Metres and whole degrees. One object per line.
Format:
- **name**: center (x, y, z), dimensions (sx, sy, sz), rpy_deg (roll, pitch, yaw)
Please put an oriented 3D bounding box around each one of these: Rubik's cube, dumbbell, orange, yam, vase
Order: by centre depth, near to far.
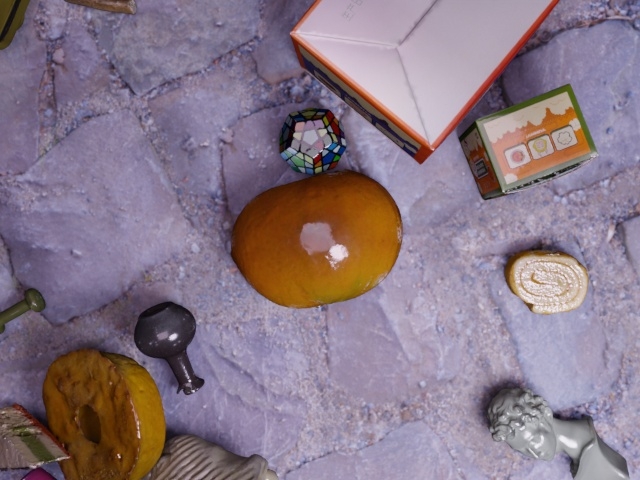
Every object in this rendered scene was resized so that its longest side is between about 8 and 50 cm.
- **Rubik's cube**: center (-0.016, -0.189, 1.367), dimensions (0.133, 0.133, 0.112), rpy_deg (-40, 64, 2)
- **orange**: center (0.001, -0.004, 1.378), dimensions (0.310, 0.274, 0.274), rpy_deg (-8, 89, -29)
- **vase**: center (-0.282, 0.213, 1.381), dimensions (0.120, 0.120, 0.183), rpy_deg (-20, 103, 2)
- **dumbbell**: center (-0.605, 0.141, 1.421), dimensions (0.118, 0.046, 0.052), rpy_deg (-28, 84, 2)
- **yam**: center (-0.439, -0.474, 1.427), dimensions (0.145, 0.032, 0.032), rpy_deg (12, 90, 3)

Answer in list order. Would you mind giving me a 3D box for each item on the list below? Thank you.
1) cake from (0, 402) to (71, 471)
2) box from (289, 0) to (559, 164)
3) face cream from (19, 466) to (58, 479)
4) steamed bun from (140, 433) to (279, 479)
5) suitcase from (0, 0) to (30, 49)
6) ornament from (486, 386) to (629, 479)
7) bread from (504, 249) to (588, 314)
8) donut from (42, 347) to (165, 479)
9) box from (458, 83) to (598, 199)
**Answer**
- **cake**: center (-0.559, 0.407, 1.347), dimensions (0.220, 0.086, 0.116), rpy_deg (24, 108, 38)
- **box**: center (0.180, -0.371, 1.290), dimensions (0.318, 0.257, 0.348), rpy_deg (39, 92, 3)
- **face cream**: center (-0.516, 0.553, 1.350), dimensions (0.195, 0.175, 0.175), rpy_deg (38, 91, 2)
- **steamed bun**: center (-0.203, 0.542, 1.300), dimensions (0.324, 0.219, 0.309), rpy_deg (0, 49, 36)
- **suitcase**: center (-0.659, -0.494, 1.379), dimensions (0.194, 0.143, 0.235), rpy_deg (23, 90, 2)
- **ornament**: center (0.446, 0.367, 1.346), dimensions (0.285, 0.130, 0.120), rpy_deg (25, 107, -6)
- **bread**: center (0.430, 0.079, 1.366), dimensions (0.149, 0.073, 0.122), rpy_deg (0, 92, 2)
- **donut**: center (-0.400, 0.334, 1.342), dimensions (0.278, 0.108, 0.277), rpy_deg (0, 90, 32)
- **box**: center (0.371, -0.168, 1.309), dimensions (0.178, 0.195, 0.148), rpy_deg (-22, 89, 1)
